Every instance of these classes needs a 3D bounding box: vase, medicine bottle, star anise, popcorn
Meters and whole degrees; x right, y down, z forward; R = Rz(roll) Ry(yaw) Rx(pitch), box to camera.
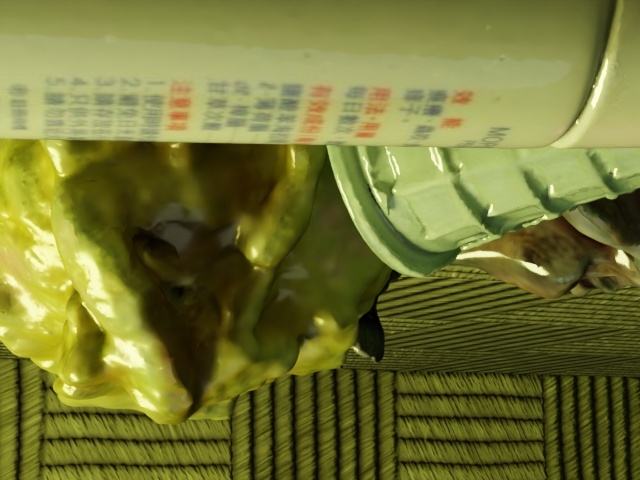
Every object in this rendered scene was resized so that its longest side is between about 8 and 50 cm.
[{"bbox_3d":[0.163,-0.073,0.707,0.299,0.143,0.143,-10,167,30],"label":"vase"},{"bbox_3d":[0.032,-0.095,0.555,0.341,0.130,0.130,1,170,-9],"label":"medicine bottle"},{"bbox_3d":[0.210,-0.037,0.996,0.316,0.139,0.359,-23,146,37],"label":"star anise"},{"bbox_3d":[-0.072,-0.012,0.815,0.259,0.212,0.259,-1,-178,0],"label":"popcorn"}]

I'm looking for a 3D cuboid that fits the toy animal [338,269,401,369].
[{"bbox_3d":[-0.005,0.015,1.229,0.273,0.160,0.197,12,167,-29],"label":"toy animal"}]
